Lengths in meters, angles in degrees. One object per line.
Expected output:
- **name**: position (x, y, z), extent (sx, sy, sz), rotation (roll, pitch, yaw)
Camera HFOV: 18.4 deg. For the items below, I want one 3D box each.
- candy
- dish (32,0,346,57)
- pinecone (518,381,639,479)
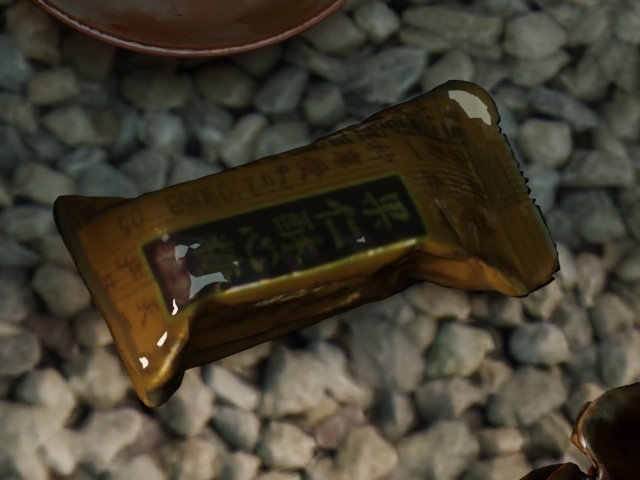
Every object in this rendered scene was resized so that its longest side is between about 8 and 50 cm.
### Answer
- **candy**: position (0.000, 0.000, 1.098), extent (0.271, 0.101, 0.143), rotation (-18, 70, -19)
- **dish**: position (-0.083, -0.215, 1.160), extent (0.260, 0.085, 0.260), rotation (2, 74, -8)
- **pinecone**: position (0.220, 0.168, 0.980), extent (0.244, 0.309, 0.244), rotation (14, 61, -26)
